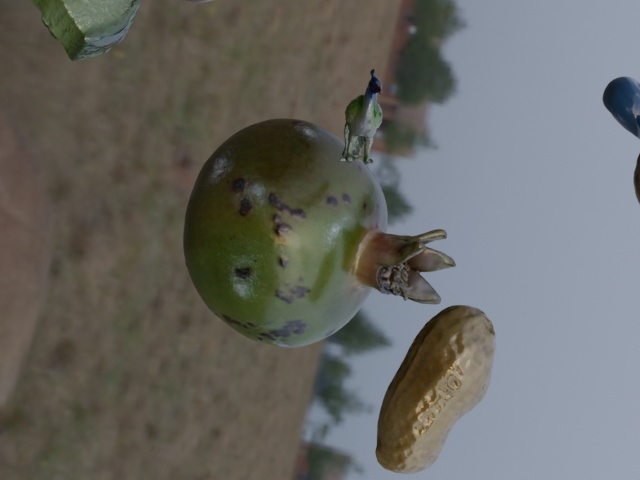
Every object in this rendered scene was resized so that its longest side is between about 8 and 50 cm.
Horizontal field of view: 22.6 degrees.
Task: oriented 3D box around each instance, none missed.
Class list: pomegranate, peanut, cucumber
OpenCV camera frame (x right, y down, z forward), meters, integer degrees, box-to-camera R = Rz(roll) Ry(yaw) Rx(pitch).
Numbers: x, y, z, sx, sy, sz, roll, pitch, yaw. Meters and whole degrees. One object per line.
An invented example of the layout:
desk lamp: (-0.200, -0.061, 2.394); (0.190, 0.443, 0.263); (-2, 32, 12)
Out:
pomegranate: (-0.019, 0.016, 2.007); (0.290, 0.323, 0.291); (-38, 154, -22)
peanut: (0.137, 0.179, 1.892); (0.226, 0.108, 0.095); (-61, -152, 12)
cucumber: (-0.277, -0.303, 1.758); (0.130, 0.191, 0.191); (172, -69, -78)

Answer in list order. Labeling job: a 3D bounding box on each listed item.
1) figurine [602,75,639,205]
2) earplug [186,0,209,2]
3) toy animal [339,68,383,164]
figurine: (0.532, -0.096, 2.202); (0.298, 0.243, 0.416); (-42, -158, 11)
earplug: (-0.054, -0.361, 1.901); (0.301, 0.172, 0.172); (-7, 114, -55)
toy animal: (0.042, -0.109, 1.776); (0.217, 0.041, 0.075); (105, -8, -68)
